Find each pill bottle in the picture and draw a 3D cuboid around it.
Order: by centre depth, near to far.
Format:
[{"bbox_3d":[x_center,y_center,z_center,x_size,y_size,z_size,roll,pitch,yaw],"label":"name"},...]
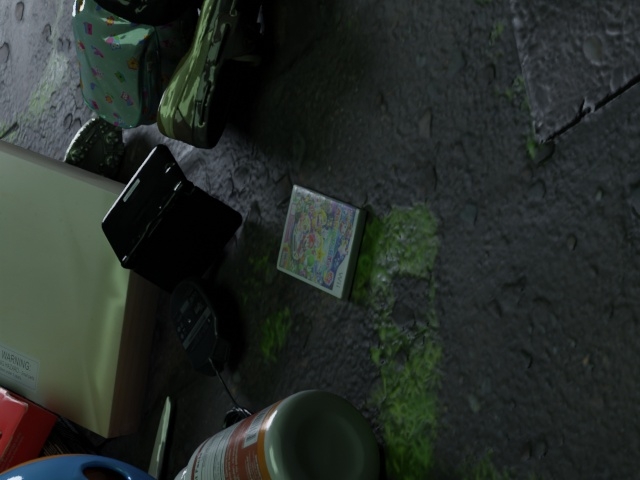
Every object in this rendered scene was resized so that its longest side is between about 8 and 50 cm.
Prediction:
[{"bbox_3d":[-0.050,0.223,1.732,0.216,0.121,0.121,-32,58,50],"label":"pill bottle"}]

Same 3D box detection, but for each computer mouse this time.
[{"bbox_3d":[-0.091,0.134,1.896,0.071,0.041,0.242,-52,51,36],"label":"computer mouse"}]

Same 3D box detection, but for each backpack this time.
[{"bbox_3d":[-0.196,-0.212,1.996,0.152,0.115,0.182,37,142,35],"label":"backpack"}]

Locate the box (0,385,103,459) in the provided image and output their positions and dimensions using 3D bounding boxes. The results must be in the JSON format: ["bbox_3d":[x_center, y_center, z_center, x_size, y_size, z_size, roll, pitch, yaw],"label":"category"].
[{"bbox_3d":[-0.359,0.315,2.157,0.242,0.076,0.307,-58,37,3],"label":"box"}]

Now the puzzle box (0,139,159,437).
[{"bbox_3d":[-0.339,0.035,2.158,0.409,0.052,0.272,20,107,41],"label":"puzzle box"}]

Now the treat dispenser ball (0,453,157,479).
[{"bbox_3d":[-0.247,0.355,1.852,0.288,0.288,0.288,-15,72,55],"label":"treat dispenser ball"}]

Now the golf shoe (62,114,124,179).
[{"bbox_3d":[-0.286,-0.079,2.198,0.176,0.069,0.086,-66,30,20],"label":"golf shoe"}]

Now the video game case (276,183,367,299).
[{"bbox_3d":[0.000,0.000,1.797,0.122,0.011,0.087,23,103,55],"label":"video game case"}]

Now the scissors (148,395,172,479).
[{"bbox_3d":[-0.198,0.318,2.028,0.109,0.021,0.297,-7,80,58],"label":"scissors"}]

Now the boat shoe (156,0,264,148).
[{"bbox_3d":[-0.092,-0.198,1.922,0.073,0.080,0.223,27,94,22],"label":"boat shoe"}]

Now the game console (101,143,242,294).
[{"bbox_3d":[-0.158,-0.020,1.961,0.122,0.071,0.107,-52,48,22],"label":"game console"}]

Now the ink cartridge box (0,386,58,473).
[{"bbox_3d":[-0.387,0.229,2.115,0.231,0.078,0.134,16,77,53],"label":"ink cartridge box"}]
